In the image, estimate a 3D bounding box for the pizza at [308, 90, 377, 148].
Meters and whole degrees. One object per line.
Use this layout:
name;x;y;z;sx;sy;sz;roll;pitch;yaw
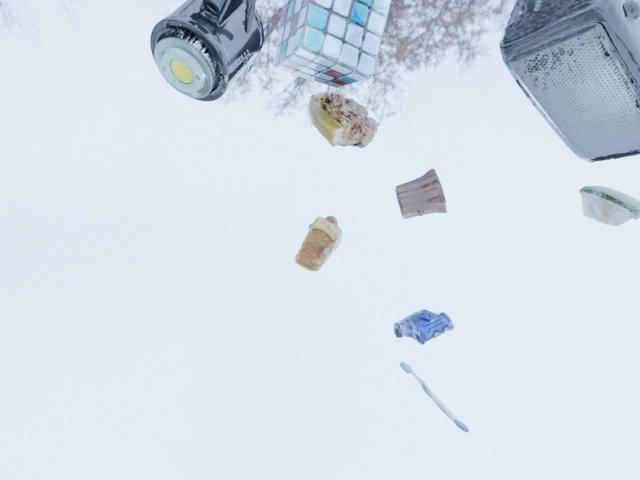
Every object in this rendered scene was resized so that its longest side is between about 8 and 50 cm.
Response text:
pizza;0.081;-0.435;1.489;0.277;0.114;0.409;27;-144;-7

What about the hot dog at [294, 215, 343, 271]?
hot dog;0.000;0.000;1.693;0.150;0.257;0.153;32;-141;2

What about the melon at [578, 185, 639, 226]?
melon;0.724;-0.091;1.056;0.139;0.093;0.202;31;-159;9

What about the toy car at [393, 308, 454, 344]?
toy car;0.255;0.213;1.069;0.103;0.216;0.063;-22;-89;-16

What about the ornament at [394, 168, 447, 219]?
ornament;0.497;-0.218;2.078;0.217;0.221;0.235;-15;-97;10

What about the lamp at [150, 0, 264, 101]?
lamp;-0.280;-0.477;1.026;0.205;0.374;0.272;32;-105;-9

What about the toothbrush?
toothbrush;0.332;0.459;1.229;0.027;0.021;0.269;-3;-146;-42

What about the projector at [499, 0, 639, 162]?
projector;0.625;-0.439;0.877;0.405;0.242;0.395;35;-106;-26

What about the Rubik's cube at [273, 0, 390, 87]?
Rubik's cube;0.027;-0.645;1.281;0.258;0.253;0.256;9;-83;-26
